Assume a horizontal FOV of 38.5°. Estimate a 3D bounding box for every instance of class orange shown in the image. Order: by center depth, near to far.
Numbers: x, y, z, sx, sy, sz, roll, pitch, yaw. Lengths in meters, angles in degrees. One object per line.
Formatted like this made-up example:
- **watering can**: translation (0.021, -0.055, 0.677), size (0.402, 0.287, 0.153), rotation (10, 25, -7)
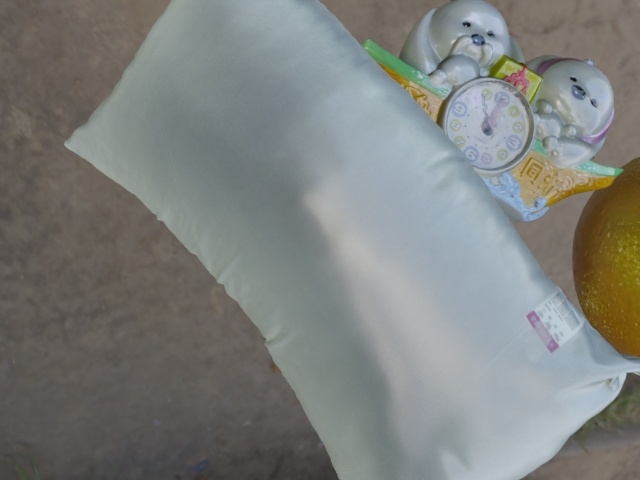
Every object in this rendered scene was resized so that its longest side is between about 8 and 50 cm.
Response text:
- **orange**: translation (0.350, 0.022, 0.870), size (0.236, 0.236, 0.236), rotation (-15, 127, -21)

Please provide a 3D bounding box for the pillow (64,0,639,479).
- **pillow**: translation (-0.001, 0.000, 0.377), size (0.144, 0.254, 0.078), rotation (-44, 170, 30)

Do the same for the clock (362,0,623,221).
- **clock**: translation (0.138, -0.105, 0.721), size (0.231, 0.103, 0.144), rotation (29, 87, -8)
